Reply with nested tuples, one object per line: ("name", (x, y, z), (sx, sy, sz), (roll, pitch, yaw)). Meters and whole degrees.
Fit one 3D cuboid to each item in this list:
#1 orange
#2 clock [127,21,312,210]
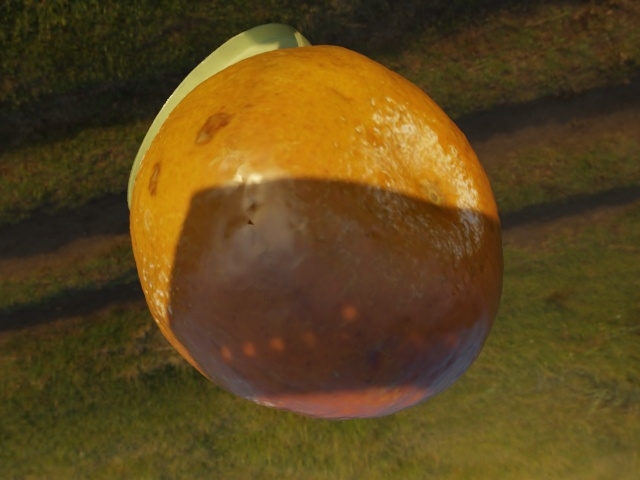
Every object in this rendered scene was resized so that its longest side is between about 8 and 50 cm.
("orange", (0.000, 0.000, 0.433), (0.224, 0.223, 0.170), (13, 153, -38))
("clock", (-0.098, -0.109, 0.708), (0.235, 0.234, 0.029), (-27, 135, 32))
